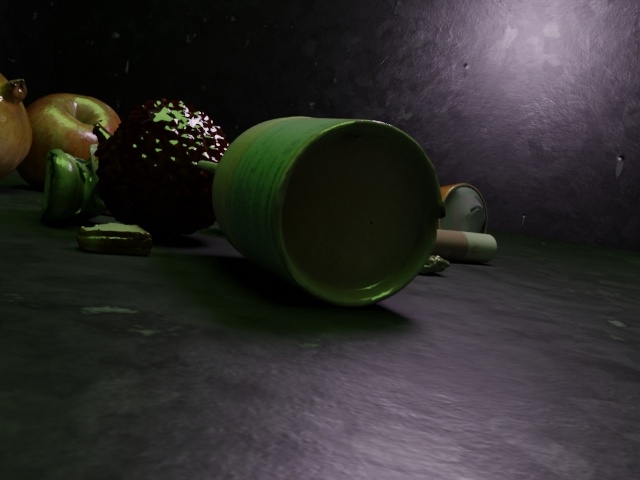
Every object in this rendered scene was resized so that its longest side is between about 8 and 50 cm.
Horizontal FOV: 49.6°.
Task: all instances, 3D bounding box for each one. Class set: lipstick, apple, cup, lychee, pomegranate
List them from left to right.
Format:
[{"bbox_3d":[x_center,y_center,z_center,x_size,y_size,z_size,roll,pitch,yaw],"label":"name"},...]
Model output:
[{"bbox_3d":[-0.849,-0.291,1.673,0.343,0.342,0.342,8,6,-1],"label":"pomegranate"},{"bbox_3d":[-0.712,-0.258,1.944,0.302,0.301,0.301,8,6,-1],"label":"apple"},{"bbox_3d":[-0.291,-0.131,1.266,0.300,0.264,0.264,28,8,4],"label":"lychee"},{"bbox_3d":[0.297,-0.040,1.767,0.264,0.182,0.226,5,-32,52],"label":"cup"},{"bbox_3d":[0.288,0.011,1.577,0.255,0.070,0.070,4,7,-32],"label":"lipstick"}]

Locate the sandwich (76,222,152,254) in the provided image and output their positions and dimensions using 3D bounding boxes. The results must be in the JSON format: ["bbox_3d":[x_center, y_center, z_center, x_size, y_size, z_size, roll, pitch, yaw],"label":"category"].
[{"bbox_3d":[-0.314,-0.004,1.036,0.105,0.035,0.093,3,9,-36],"label":"sandwich"}]

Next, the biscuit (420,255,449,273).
[{"bbox_3d":[0.104,0.024,1.346,0.290,0.038,0.141,11,5,8],"label":"biscuit"}]

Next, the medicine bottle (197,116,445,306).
[{"bbox_3d":[-0.030,-0.062,1.012,0.236,0.235,0.406,6,6,-25],"label":"medicine bottle"}]

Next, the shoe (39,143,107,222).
[{"bbox_3d":[-0.467,-0.107,1.305,0.128,0.139,0.262,-7,3,-21],"label":"shoe"}]

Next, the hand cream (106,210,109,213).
[{"bbox_3d":[-0.438,-0.065,1.510,0.216,0.038,0.052,11,33,-5],"label":"hand cream"}]
